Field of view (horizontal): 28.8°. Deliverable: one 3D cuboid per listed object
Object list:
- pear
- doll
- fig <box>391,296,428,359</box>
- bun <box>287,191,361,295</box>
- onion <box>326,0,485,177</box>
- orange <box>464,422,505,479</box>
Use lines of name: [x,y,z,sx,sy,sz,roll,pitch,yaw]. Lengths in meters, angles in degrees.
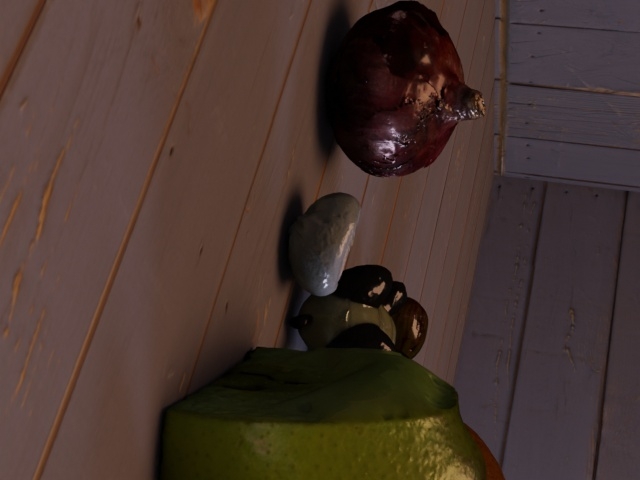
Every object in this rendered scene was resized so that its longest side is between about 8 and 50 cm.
pear: [0.019,0.245,1.327,0.342,0.318,0.238,-24,116,-74]
doll: [0.055,0.123,1.727,0.234,0.135,0.143,36,50,-64]
fig: [0.146,0.183,2.345,0.109,0.103,0.154,29,77,-38]
bun: [0.000,0.000,1.608,0.141,0.083,0.141,19,90,-84]
onion: [0.125,-0.206,1.732,0.252,0.219,0.252,10,90,-68]
orange: [0.178,0.482,2.195,0.322,0.322,0.357,74,15,-61]
